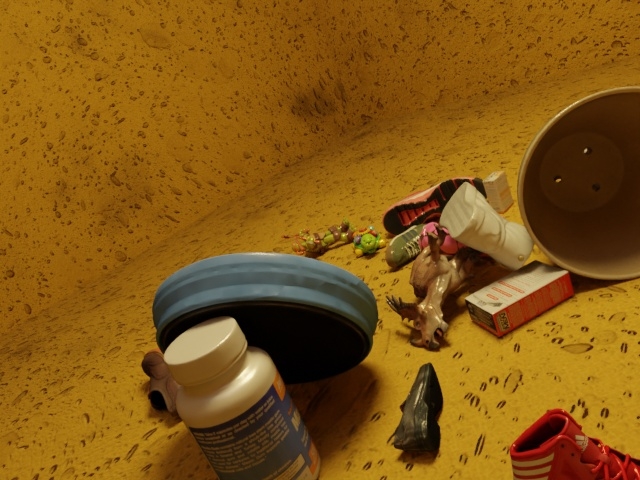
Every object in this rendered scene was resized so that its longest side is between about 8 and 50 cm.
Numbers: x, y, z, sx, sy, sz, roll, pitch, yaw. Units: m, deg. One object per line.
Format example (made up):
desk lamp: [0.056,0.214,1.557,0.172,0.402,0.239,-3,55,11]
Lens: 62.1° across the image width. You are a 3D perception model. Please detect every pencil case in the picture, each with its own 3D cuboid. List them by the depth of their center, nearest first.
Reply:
pencil case: [0.339,-0.008,1.268,0.209,0.095,0.098,0,64,46]

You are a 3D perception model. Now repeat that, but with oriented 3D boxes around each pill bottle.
pill bottle: [-0.116,0.254,0.782,0.152,0.272,0.152,-20,19,7]

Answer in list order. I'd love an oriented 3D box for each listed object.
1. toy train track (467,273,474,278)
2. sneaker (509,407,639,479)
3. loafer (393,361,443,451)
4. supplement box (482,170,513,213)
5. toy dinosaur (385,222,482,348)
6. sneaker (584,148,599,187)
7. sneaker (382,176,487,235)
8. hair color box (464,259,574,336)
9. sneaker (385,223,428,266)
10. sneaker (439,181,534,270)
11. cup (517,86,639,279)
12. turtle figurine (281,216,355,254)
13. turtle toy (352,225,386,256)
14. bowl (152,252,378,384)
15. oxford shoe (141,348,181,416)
toy train track: [0.299,0.082,1.183,0.083,0.014,0.048,-13,21,30]
sneaker: [0.303,0.242,0.542,0.221,0.128,0.087,-15,21,29]
loafer: [0.149,0.251,0.817,0.061,0.062,0.170,-20,16,25]
supplement box: [0.477,-0.129,1.424,0.062,0.099,0.036,-36,22,-35]
toy dinosaur: [0.225,0.084,1.096,0.200,0.127,0.295,-60,-7,15]
sneaker: [0.673,-0.140,1.133,0.099,0.153,0.282,-28,19,-13]
sneaker: [0.328,-0.121,1.558,0.313,0.116,0.136,-19,17,14]
hair color box: [0.365,0.104,0.981,0.167,0.053,0.093,-25,18,-10]
sneaker: [0.248,0.004,1.379,0.086,0.064,0.192,-13,17,43]
sneaker: [0.351,-0.024,1.115,0.108,0.169,0.292,-58,3,22]
cup: [0.529,-0.116,1.015,0.331,0.331,0.237,-19,9,13]
turtle figurine: [0.000,0.000,1.658,0.217,0.087,0.269,-18,9,-8]
turtle toy: [0.135,0.000,1.526,0.095,0.066,0.130,-23,18,2]
bowl: [-0.093,0.157,0.921,0.391,0.391,0.077,-16,53,20]
oxford shoe: [-0.357,0.316,1.191,0.098,0.097,0.271,-41,24,-29]
